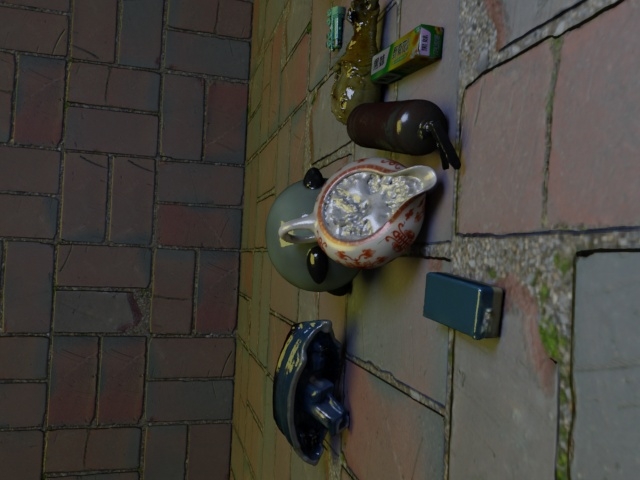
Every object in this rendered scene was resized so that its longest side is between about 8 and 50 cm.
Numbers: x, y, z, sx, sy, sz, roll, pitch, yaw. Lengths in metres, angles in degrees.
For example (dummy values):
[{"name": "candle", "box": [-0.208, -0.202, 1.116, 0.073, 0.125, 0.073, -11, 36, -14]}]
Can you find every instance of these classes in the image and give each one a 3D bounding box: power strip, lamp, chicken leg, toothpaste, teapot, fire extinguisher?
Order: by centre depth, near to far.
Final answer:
[{"name": "power strip", "box": [0.156, 0.070, 0.608, 0.123, 0.032, 0.056, -165, 78, -74]}, {"name": "fire extinguisher", "box": [0.112, -0.147, 0.753, 0.267, 0.072, 0.089, -141, 28, -70]}, {"name": "teapot", "box": [0.055, -0.034, 0.766, 0.116, 0.245, 0.159, 23, -132, -64]}, {"name": "toothpaste", "box": [0.120, -0.265, 0.795, 0.178, 0.037, 0.043, -162, 75, -74]}, {"name": "chicken leg", "box": [0.062, -0.300, 0.924, 0.103, 0.088, 0.228, -34, -54, -90]}, {"name": "lamp", "box": [0.000, 0.000, 0.951, 0.244, 0.197, 0.198, 69, -163, -69]}]

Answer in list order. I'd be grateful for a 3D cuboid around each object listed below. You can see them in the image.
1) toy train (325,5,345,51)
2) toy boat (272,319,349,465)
[{"name": "toy train", "box": [0.033, -0.451, 1.168, 0.045, 0.029, 0.092, 14, 105, 58]}, {"name": "toy boat", "box": [-0.007, 0.283, 1.013, 0.142, 0.129, 0.310, 19, 113, 39]}]
